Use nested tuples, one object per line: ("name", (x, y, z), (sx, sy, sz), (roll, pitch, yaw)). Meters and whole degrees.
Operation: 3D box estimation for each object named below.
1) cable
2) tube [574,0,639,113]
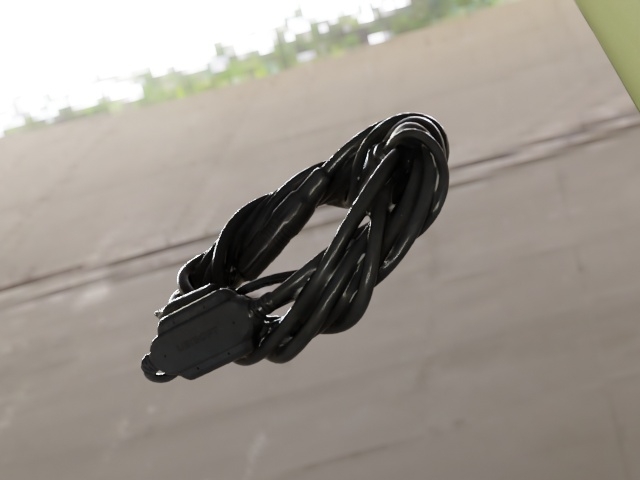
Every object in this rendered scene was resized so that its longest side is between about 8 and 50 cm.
("cable", (0.000, 0.000, 0.859), (0.184, 0.047, 0.150), (-31, -165, 41))
("tube", (0.121, 0.025, 0.330), (0.062, 0.240, 0.070), (-32, 160, 28))
